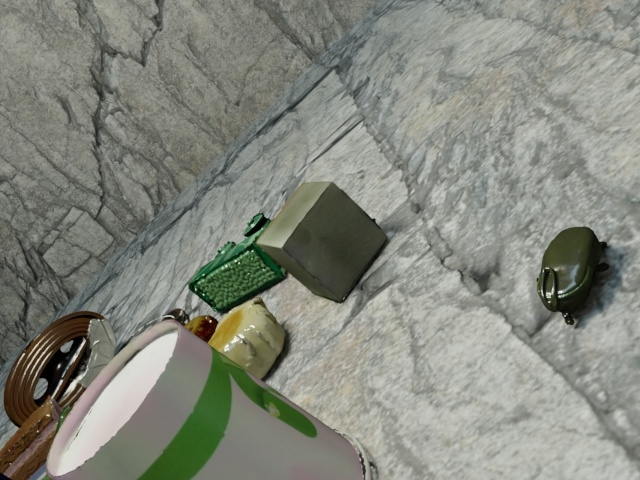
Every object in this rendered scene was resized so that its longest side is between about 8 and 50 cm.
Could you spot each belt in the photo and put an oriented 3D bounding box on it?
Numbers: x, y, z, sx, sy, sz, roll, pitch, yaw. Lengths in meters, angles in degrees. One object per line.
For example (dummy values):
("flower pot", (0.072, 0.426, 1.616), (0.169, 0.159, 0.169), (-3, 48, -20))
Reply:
("belt", (-0.689, 0.344, 1.710), (0.122, 0.217, 0.339), (-27, 30, 55))

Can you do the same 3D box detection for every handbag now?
("handbag", (0.255, 0.034, 0.663), (0.072, 0.047, 0.111), (-15, 35, 45))

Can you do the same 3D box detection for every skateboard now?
("skateboard", (-0.373, 0.223, 1.544), (0.080, 0.067, 0.151), (-1, 44, 51))

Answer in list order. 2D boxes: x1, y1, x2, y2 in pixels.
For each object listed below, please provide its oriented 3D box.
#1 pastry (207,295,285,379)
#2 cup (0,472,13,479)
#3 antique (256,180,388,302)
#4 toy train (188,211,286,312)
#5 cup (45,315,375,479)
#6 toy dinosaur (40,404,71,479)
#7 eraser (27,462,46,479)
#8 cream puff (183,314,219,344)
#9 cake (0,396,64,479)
("pastry", (-0.133, 0.180, 1.098), (0.165, 0.088, 0.166), (-38, 21, 18))
("cup", (-0.712, 0.567, 1.257), (0.255, 0.256, 0.178), (-53, 21, -16))
("antique", (0.000, 0.000, 1.090), (0.147, 0.152, 0.148), (-53, 24, -15))
("toy train", (-0.169, 0.044, 1.395), (0.269, 0.115, 0.154), (-30, 20, 36))
("cup", (-0.122, 0.240, 0.684), (0.253, 0.274, 0.253), (-39, 21, 18))
("toy dinosaur", (-0.544, 0.515, 1.220), (0.300, 0.087, 0.447), (-13, 43, 42))
("eraser", (-0.582, 0.498, 1.417), (0.225, 0.036, 0.082), (-44, -5, 6))
("cream puff", (-0.248, 0.218, 1.261), (0.149, 0.084, 0.149), (-41, 16, 14))
("cake", (-0.697, 0.519, 1.521), (0.112, 0.116, 0.295), (-15, 35, 56))
